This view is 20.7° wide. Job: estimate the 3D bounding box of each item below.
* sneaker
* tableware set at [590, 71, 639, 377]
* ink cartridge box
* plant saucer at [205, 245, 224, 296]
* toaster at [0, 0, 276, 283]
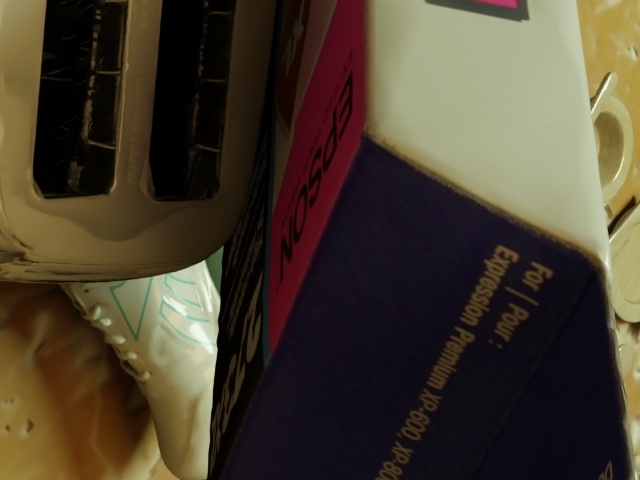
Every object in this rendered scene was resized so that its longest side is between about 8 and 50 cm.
[{"bbox_3d":[-0.068,0.020,0.649,0.061,0.054,0.152,-16,107,-28],"label":"sneaker"},{"bbox_3d":[0.131,0.011,0.872,0.141,0.020,0.168,-56,132,-24],"label":"tableware set"},{"bbox_3d":[0.017,-0.037,0.515,0.069,0.175,0.371,9,48,-12],"label":"ink cartridge box"},{"bbox_3d":[0.000,0.000,0.731,0.119,0.021,0.119,-10,104,-45],"label":"plant saucer"},{"bbox_3d":[-0.100,-0.073,0.520,0.129,0.146,0.227,2,96,-46],"label":"toaster"}]
